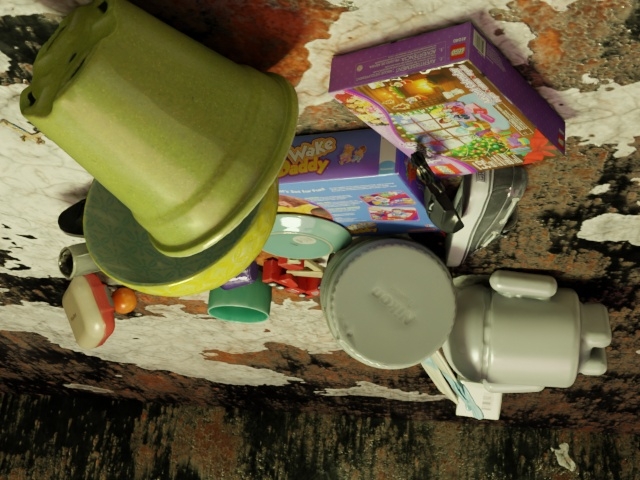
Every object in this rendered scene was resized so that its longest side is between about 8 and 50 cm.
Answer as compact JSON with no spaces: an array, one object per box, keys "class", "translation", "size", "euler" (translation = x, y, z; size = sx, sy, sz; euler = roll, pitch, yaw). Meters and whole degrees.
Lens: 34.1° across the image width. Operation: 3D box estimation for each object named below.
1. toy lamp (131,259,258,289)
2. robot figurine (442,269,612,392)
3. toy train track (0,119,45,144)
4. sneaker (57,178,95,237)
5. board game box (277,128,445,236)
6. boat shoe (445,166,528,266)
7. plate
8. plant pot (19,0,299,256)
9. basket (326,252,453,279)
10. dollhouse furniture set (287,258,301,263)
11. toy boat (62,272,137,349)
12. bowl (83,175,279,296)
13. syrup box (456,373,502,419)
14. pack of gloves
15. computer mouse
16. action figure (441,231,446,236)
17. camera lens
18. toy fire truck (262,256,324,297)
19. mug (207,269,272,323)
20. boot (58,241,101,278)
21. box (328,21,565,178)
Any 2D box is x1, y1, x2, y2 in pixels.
[{"class":"toy lamp","translation":[-0.258,0.061,2.094],"size":[0.275,0.080,0.080],"euler":[-1,159,19]},{"class":"robot figurine","translation":[0.396,0.190,2.094],"size":[0.354,0.199,0.299],"euler":[3,120,6]},{"class":"toy train track","translation":[-0.464,-0.164,1.625],"size":[0.048,0.014,0.083],"euler":[-9,155,33]},{"class":"sneaker","translation":[-0.378,-0.070,1.787],"size":[0.217,0.079,0.121],"euler":[-8,150,20]},{"class":"board game box","translation":[-0.002,-0.080,1.645],"size":[0.347,0.078,0.233],"euler":[-3,158,22]},{"class":"boat shoe","translation":[0.263,-0.038,1.668],"size":[0.102,0.108,0.301],"euler":[7,152,-1]},{"class":"plate","translation":[-0.042,0.000,1.722],"size":[0.188,0.024,0.188],"euler":[5,160,2]},{"class":"plant pot","translation":[-0.213,-0.159,1.279],"size":[0.276,0.276,0.254],"euler":[-16,139,44]},{"class":"basket","translation":[0.138,0.099,2.000],"size":[0.227,0.154,0.204],"euler":[-2,159,10]},{"class":"dollhouse furniture set","translation":[0.000,0.000,1.876],"size":[0.114,0.091,0.081],"euler":[1,175,3]},{"class":"toy boat","translation":[-0.484,0.149,2.340],"size":[0.151,0.151,0.231],"euler":[-18,170,-27]},{"class":"bowl","translation":[-0.175,-0.033,1.496],"size":[0.290,0.289,0.156],"euler":[-3,153,22]},{"class":"syrup box","translation":[0.352,0.286,2.317],"size":[0.096,0.237,0.093],"euler":[6,118,6]},{"class":"pack of gloves","translation":[0.246,0.245,2.065],"size":[0.232,0.046,0.195],"euler":[55,169,-29]},{"class":"computer mouse","translation":[0.158,-0.065,1.495],"size":[0.041,0.071,0.242],"euler":[-29,152,7]},{"class":"action figure","translation":[0.232,-0.018,1.829],"size":[0.115,0.030,0.038],"euler":[21,159,-32]},{"class":"camera lens","translation":[0.111,0.099,1.776],"size":[0.219,0.219,0.274],"euler":[6,-179,-2]},{"class":"toy fire truck","translation":[-0.041,0.062,2.080],"size":[0.135,0.047,0.192],"euler":[-15,152,41]},{"class":"mug","translation":[-0.174,0.110,2.171],"size":[0.129,0.097,0.158],"euler":[22,155,-38]},{"class":"boot","translation":[-0.372,0.027,1.900],"size":[0.209,0.076,0.189],"euler":[-24,169,-26]},{"class":"box","translation":[0.174,-0.173,1.378],"size":[0.201,0.057,0.293],"euler":[-8,156,35]}]
